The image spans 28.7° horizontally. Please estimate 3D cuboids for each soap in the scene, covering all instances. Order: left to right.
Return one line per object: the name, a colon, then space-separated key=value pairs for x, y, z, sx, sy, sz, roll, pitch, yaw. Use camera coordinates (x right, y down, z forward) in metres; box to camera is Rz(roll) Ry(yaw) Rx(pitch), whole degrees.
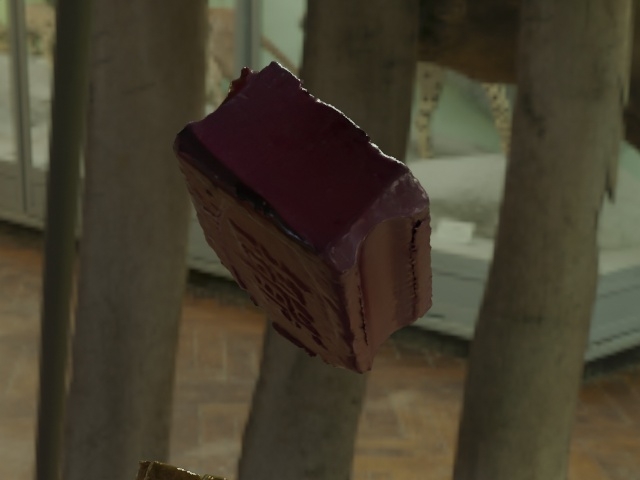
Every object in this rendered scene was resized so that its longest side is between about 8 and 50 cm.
soap: x=0.000 y=0.000 z=0.911 sx=0.162 sy=0.250 sz=0.099 roll=35 pitch=73 yaw=21

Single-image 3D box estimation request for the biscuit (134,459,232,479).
biscuit: x=-0.050 y=0.243 z=1.085 sx=0.288 sy=0.044 sz=0.202 roll=4 pitch=-22 yaw=40
